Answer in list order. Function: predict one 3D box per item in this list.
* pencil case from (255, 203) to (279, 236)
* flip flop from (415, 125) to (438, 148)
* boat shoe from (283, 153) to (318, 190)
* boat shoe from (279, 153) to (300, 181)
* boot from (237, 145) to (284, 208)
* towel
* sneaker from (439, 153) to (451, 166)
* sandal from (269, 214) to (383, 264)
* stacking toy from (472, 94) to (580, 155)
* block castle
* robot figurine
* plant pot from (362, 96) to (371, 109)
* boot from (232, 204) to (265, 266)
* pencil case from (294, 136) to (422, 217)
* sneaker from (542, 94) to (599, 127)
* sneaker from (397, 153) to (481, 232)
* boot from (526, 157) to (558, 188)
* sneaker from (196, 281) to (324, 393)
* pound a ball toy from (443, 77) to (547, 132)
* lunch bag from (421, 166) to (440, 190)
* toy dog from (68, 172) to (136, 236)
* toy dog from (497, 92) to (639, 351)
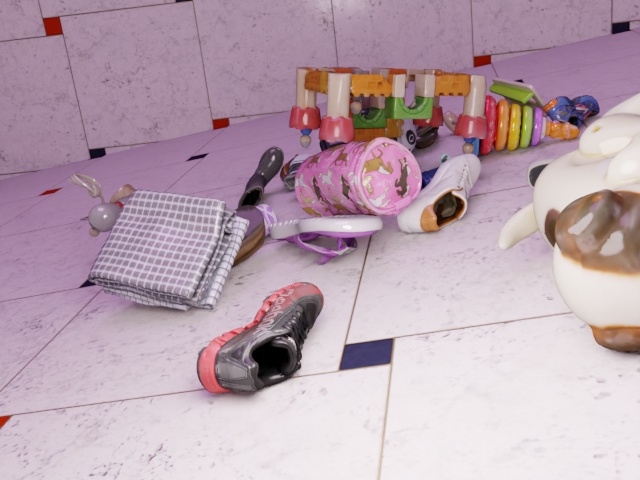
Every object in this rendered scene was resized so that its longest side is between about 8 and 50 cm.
[{"bbox_3d":[-0.197,-0.020,1.804,0.206,0.086,0.088,-26,-12,-37],"label":"pencil case"},{"bbox_3d":[0.323,-0.331,2.333,0.112,0.080,0.277,-13,3,18],"label":"flip flop"},{"bbox_3d":[0.052,-0.173,2.043,0.335,0.121,0.119,-1,46,32],"label":"boat shoe"},{"bbox_3d":[-0.088,-0.205,2.287,0.073,0.073,0.207,-48,4,22],"label":"boat shoe"},{"bbox_3d":[-0.176,-0.177,2.150,0.076,0.189,0.208,29,14,-2],"label":"boot"},{"bbox_3d":[-0.320,0.016,1.539,0.284,0.121,0.235,7,60,25],"label":"towel"},{"bbox_3d":[0.323,-0.187,1.863,0.038,0.098,0.069,-27,28,9],"label":"sneaker"},{"bbox_3d":[0.015,-0.001,1.588,0.169,0.102,0.416,-5,2,-21],"label":"sandal"},{"bbox_3d":[0.557,-0.310,2.023,0.302,0.165,0.175,5,13,10],"label":"stacking toy"},{"bbox_3d":[0.167,-0.323,1.866,0.453,0.212,0.303,-5,18,-22],"label":"block castle"},{"bbox_3d":[0.141,-0.294,2.137,0.278,0.173,0.209,-11,8,-10],"label":"robot figurine"},{"bbox_3d":[0.161,-0.372,2.404,0.215,0.215,0.230,-9,34,15],"label":"plant pot"},{"bbox_3d":[-0.244,0.053,1.640,0.305,0.115,0.112,-36,63,-16],"label":"boot"},{"bbox_3d":[0.074,-0.132,1.680,0.160,0.167,0.386,-64,20,-11],"label":"pencil case"},{"bbox_3d":[0.728,-0.361,2.119,0.221,0.087,0.083,-10,-16,-33],"label":"sneaker"},{"bbox_3d":[0.303,-0.100,1.651,0.123,0.106,0.290,9,41,44],"label":"sneaker"},{"bbox_3d":[0.587,-0.157,1.619,0.244,0.088,0.176,4,24,24],"label":"boot"},{"bbox_3d":[-0.064,0.156,1.180,0.135,0.097,0.276,2,27,40],"label":"sneaker"},{"bbox_3d":[0.535,-0.378,2.265,0.208,0.136,0.319,-41,20,2],"label":"pound a ball toy"},{"bbox_3d":[0.276,-0.137,1.811,0.065,0.067,0.098,-15,19,-2],"label":"lunch bag"},{"bbox_3d":[-0.561,-0.048,2.014,0.220,0.161,0.334,41,12,23],"label":"toy dog"},{"bbox_3d":[0.441,-0.031,1.071,0.395,0.284,0.408,-8,22,21],"label":"toy dog"}]
